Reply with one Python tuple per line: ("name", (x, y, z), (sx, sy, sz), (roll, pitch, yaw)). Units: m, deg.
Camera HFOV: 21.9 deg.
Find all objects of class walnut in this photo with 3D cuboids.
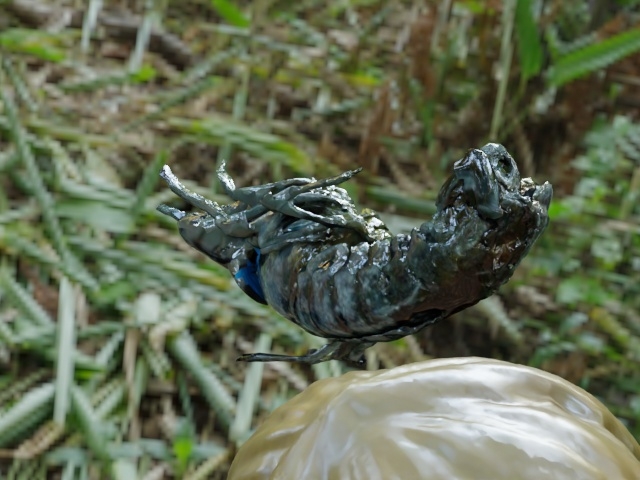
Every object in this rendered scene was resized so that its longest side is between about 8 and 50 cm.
("walnut", (0.079, 0.217, 0.923), (0.333, 0.333, 0.333), (7, 22, -3))

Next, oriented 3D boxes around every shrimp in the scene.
("shrimp", (-0.002, 0.004, 0.556), (0.082, 0.076, 0.174), (40, -22, -25))
